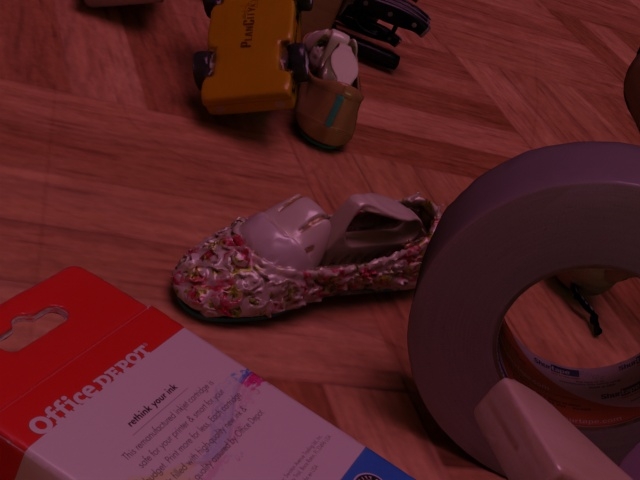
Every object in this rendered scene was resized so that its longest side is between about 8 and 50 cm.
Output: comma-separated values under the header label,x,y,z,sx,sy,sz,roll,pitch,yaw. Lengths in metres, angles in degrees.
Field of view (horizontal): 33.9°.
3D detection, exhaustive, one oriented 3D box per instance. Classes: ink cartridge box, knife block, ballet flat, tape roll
label,x,y,z,sx,sy,sz,roll,pitch,yaw
ink cartridge box,-0.075,0.118,0.505,0.231,0.078,0.134,32,29,12
knife block,-0.018,-0.282,1.194,0.276,0.088,0.242,-7,42,-44
ballet flat,0.015,-0.170,1.051,0.080,0.073,0.232,17,30,-15
tape roll,0.167,0.051,0.656,0.219,0.219,0.072,25,28,0
ballet flat,0.000,0.000,0.758,0.241,0.077,0.091,-9,44,-44

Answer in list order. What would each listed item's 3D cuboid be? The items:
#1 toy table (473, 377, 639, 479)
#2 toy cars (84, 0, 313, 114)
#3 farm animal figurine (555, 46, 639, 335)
label,x,y,z,sx,sy,sz,roll,pitch,yaw
toy table,0.172,0.172,0.472,0.161,0.252,0.274,28,8,-29
toy cars,-0.124,-0.236,1.034,0.176,0.087,0.394,-37,57,-17
farm animal figurine,0.349,-0.055,1.007,0.330,0.172,0.326,8,75,-28
